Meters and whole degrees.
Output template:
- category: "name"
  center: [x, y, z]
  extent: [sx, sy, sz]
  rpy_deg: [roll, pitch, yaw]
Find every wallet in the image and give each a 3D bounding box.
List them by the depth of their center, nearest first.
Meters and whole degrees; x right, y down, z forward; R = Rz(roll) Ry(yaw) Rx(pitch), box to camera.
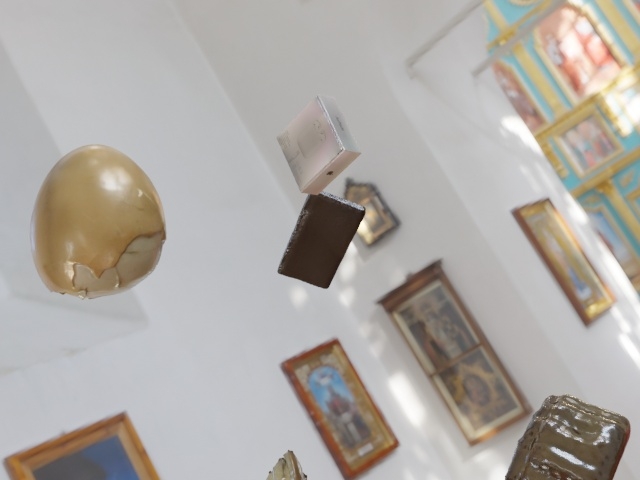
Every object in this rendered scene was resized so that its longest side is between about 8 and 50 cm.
- category: "wallet"
  center: [0.000, 0.000, 1.961]
  extent: [0.025, 0.124, 0.244]
  rpy_deg: [-75, 7, -52]

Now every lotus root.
- category: "lotus root"
  center: [-0.053, 0.479, 1.664]
  extent: [0.095, 0.135, 0.159]
  rpy_deg: [14, -52, -26]

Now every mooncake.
- category: "mooncake"
  center: [0.483, 0.468, 1.876]
  extent: [0.324, 0.187, 0.324]
  rpy_deg: [-52, -22, -31]

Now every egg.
- category: "egg"
  center: [-0.334, -0.027, 1.392]
  extent: [0.201, 0.244, 0.201]
  rpy_deg: [-8, -14, -2]

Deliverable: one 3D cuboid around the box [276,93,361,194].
- category: "box"
  center: [-0.006, -0.174, 1.685]
  extent: [0.051, 0.130, 0.129]
  rpy_deg: [3, -36, -46]
